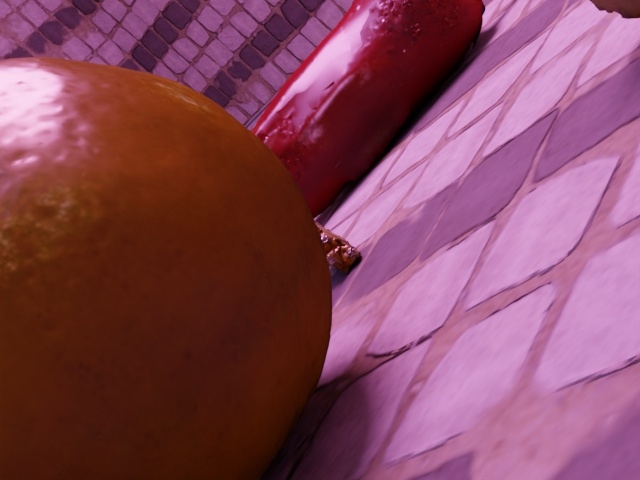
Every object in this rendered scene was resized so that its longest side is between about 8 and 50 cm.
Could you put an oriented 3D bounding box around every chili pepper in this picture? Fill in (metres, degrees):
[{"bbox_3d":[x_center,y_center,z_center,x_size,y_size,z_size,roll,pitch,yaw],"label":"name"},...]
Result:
[{"bbox_3d":[0.035,-0.134,0.911,0.387,0.110,0.110,-50,9,-2],"label":"chili pepper"}]

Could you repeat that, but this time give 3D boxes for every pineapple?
[{"bbox_3d":[0.000,0.000,0.712,0.019,0.045,0.083,-60,12,5],"label":"pineapple"}]

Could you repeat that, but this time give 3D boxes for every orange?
[{"bbox_3d":[-0.128,0.048,0.495,0.279,0.235,0.279,-52,1,2],"label":"orange"}]

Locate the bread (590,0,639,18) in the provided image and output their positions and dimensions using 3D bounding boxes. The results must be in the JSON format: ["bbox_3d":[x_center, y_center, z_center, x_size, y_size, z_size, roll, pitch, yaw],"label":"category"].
[{"bbox_3d":[0.198,-0.203,0.424,0.246,0.111,0.239,-49,8,-2],"label":"bread"}]
